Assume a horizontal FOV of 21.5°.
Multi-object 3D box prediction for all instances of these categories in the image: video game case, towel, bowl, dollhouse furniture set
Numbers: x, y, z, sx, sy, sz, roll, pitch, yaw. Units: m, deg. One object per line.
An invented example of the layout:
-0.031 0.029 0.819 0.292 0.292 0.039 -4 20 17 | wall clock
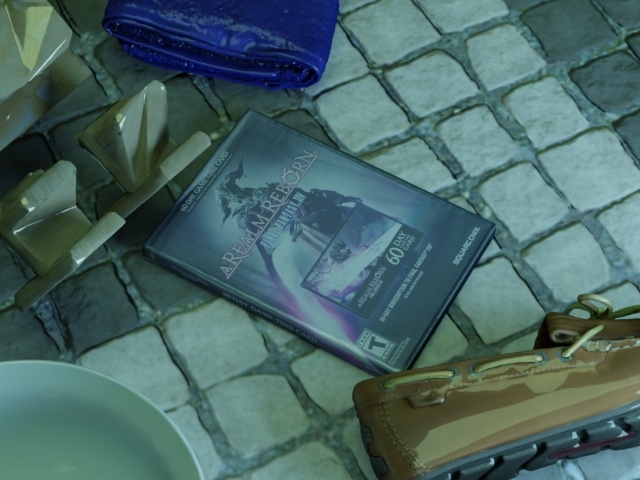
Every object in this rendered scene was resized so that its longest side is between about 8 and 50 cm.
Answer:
0.000 0.000 1.580 0.274 0.026 0.196 27 58 14 | video game case
-0.081 -0.294 1.755 0.228 0.076 0.308 15 55 -1 | towel
-0.234 0.251 1.329 0.298 0.134 0.298 1 56 -2 | bowl
-0.377 -0.074 1.472 0.362 0.256 0.394 48 51 -7 | dollhouse furniture set

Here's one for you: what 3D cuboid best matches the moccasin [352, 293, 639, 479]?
0.216 0.115 1.455 0.380 0.139 0.147 -17 67 -3 | moccasin
